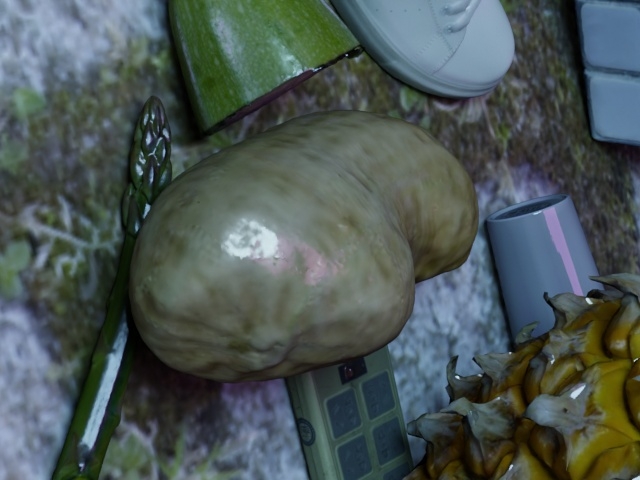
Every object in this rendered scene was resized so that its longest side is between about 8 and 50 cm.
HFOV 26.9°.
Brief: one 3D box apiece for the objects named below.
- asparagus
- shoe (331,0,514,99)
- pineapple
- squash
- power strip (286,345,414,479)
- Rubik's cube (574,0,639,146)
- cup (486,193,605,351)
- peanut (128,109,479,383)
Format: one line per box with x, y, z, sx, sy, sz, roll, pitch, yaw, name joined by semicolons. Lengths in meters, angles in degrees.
-0.107;0.038;0.705;0.034;0.027;0.236;29;68;-50;asparagus
0.058;-0.182;0.825;0.265;0.110;0.095;38;61;-33;shoe
0.230;0.169;0.745;0.352;0.300;0.353;13;64;-28;pineapple
-0.051;-0.137;0.738;0.105;0.105;0.132;-32;97;-40;squash
0.017;0.098;0.820;0.076;0.028;0.169;-22;102;-42;power strip
0.350;-0.219;0.973;0.256;0.253;0.259;-39;128;-38;Rubik's cube
0.165;0.028;0.949;0.104;0.074;0.116;-33;106;-66;cup
0.000;0.000;0.735;0.137;0.122;0.253;41;35;9;peanut
